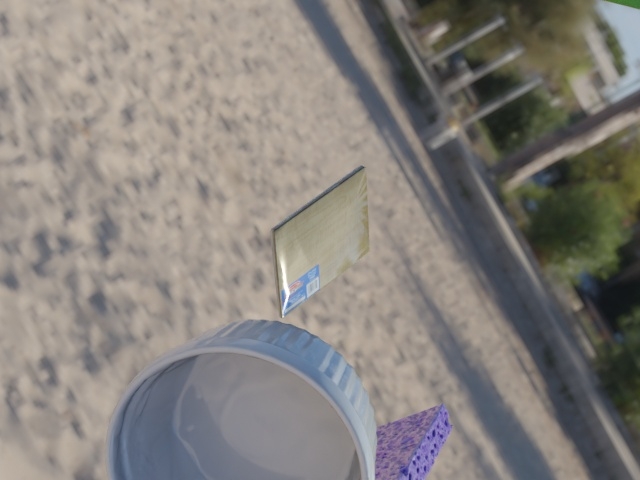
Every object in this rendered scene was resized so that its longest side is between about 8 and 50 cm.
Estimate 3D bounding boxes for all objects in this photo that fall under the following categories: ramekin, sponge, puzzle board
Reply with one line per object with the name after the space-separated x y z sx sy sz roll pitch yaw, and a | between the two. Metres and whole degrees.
-0.052 0.159 1.101 0.207 0.207 0.109 59 21 -8 | ramekin
0.048 0.224 1.351 0.031 0.117 0.210 66 24 -9 | sponge
0.000 0.000 1.268 0.011 0.128 0.096 24 -47 33 | puzzle board

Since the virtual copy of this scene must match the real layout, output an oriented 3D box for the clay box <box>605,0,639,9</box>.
0.259 -0.234 1.090 0.222 0.127 0.053 -44 147 -53 | clay box
